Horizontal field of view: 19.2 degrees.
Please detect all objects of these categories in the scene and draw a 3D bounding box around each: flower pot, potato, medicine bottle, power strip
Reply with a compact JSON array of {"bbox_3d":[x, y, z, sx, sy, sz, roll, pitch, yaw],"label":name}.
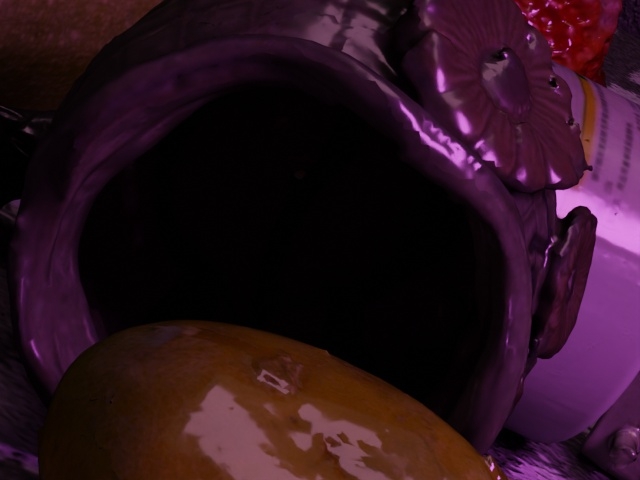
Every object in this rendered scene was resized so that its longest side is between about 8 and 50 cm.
[{"bbox_3d":[0.000,0.000,0.971,0.301,0.302,0.213,26,23,-4],"label":"flower pot"},{"bbox_3d":[-0.011,0.138,0.813,0.253,0.148,0.186,39,45,13],"label":"potato"},{"bbox_3d":[0.097,-0.016,1.242,0.232,0.238,0.238,24,18,-13],"label":"medicine bottle"},{"bbox_3d":[0.246,0.110,1.352,0.053,0.093,0.288,36,18,13],"label":"power strip"}]

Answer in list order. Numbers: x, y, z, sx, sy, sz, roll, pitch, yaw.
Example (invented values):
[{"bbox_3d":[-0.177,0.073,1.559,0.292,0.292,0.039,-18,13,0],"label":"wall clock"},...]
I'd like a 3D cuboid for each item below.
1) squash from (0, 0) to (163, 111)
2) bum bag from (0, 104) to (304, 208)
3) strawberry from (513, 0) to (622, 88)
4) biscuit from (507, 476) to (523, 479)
[{"bbox_3d":[-0.249,-0.190,1.176,0.263,0.263,0.384,36,20,25],"label":"squash"},{"bbox_3d":[-0.115,-0.041,1.129,0.232,0.060,0.107,5,-23,6],"label":"bum bag"},{"bbox_3d":[0.145,-0.213,1.845,0.291,0.292,0.310,36,45,23],"label":"strawberry"},{"bbox_3d":[0.189,0.216,1.070,0.133,0.032,0.250,19,19,-31],"label":"biscuit"}]
